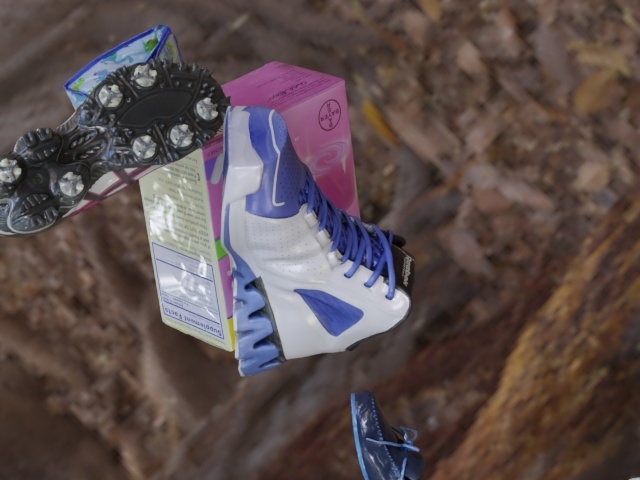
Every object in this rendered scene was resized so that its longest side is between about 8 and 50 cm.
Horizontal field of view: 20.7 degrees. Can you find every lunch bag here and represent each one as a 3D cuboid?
[{"bbox_3d":[-0.226,-0.181,2.203,0.096,0.151,0.129,28,151,36],"label":"lunch bag"}]

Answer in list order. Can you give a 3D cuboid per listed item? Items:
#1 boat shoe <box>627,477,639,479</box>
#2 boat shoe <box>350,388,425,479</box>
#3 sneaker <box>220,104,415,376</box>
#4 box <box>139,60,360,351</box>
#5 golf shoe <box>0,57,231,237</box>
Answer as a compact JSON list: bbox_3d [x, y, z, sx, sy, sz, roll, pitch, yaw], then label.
[{"bbox_3d":[0.310,0.280,1.714,0.095,0.254,0.079,121,146,-42],"label":"boat shoe"},{"bbox_3d":[0.109,0.316,2.485,0.109,0.089,0.258,-84,-23,-58],"label":"boat shoe"},{"bbox_3d":[0.000,0.001,1.677,0.315,0.182,0.127,86,-179,-45],"label":"sneaker"},{"bbox_3d":[-0.073,-0.040,1.903,0.117,0.213,0.243,20,126,42],"label":"box"},{"bbox_3d":[-0.216,-0.091,1.711,0.105,0.273,0.120,59,156,3],"label":"golf shoe"}]
